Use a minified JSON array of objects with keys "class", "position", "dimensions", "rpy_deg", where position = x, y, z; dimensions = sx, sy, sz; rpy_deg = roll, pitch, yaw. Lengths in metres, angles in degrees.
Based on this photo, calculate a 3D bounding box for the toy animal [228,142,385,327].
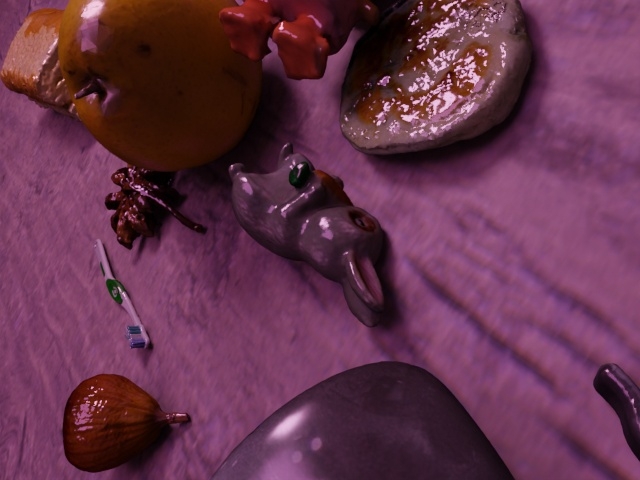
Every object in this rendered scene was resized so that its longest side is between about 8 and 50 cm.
[{"class":"toy animal","position":[0.004,-0.008,0.622],"dimensions":[0.108,0.138,0.236],"rpy_deg":[-36,63,-30]}]

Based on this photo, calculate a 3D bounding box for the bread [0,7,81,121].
[{"class":"bread","position":[-0.574,-0.408,1.277],"dimensions":[0.375,0.165,0.237],"rpy_deg":[22,83,47]}]

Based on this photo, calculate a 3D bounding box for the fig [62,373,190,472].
[{"class":"fig","position":[-0.249,0.226,0.733],"dimensions":[0.119,0.153,0.119],"rpy_deg":[172,90,-73]}]

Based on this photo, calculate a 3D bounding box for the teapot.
[{"class":"teapot","position":[0.102,0.234,0.367],"dimensions":[0.285,0.305,0.223],"rpy_deg":[46,138,38]}]

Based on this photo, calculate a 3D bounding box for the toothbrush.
[{"class":"toothbrush","position":[-0.324,0.077,0.911],"dimensions":[0.030,0.030,0.304],"rpy_deg":[-53,42,7]}]

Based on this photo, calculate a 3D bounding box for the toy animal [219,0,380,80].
[{"class":"toy animal","position":[0.007,-0.335,0.690],"dimensions":[0.195,0.169,0.281],"rpy_deg":[27,56,15]}]

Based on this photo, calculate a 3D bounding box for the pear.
[{"class":"pear","position":[-0.227,-0.235,0.769],"dimensions":[0.284,0.336,0.285],"rpy_deg":[-1,88,25]}]

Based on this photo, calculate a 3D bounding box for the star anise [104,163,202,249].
[{"class":"star anise","position":[-0.267,-0.079,0.907],"dimensions":[0.233,0.073,0.177],"rpy_deg":[-10,72,31]}]

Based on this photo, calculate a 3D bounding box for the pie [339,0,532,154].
[{"class":"pie","position":[0.114,-0.186,0.629],"dimensions":[0.240,0.054,0.241],"rpy_deg":[-21,54,32]}]
